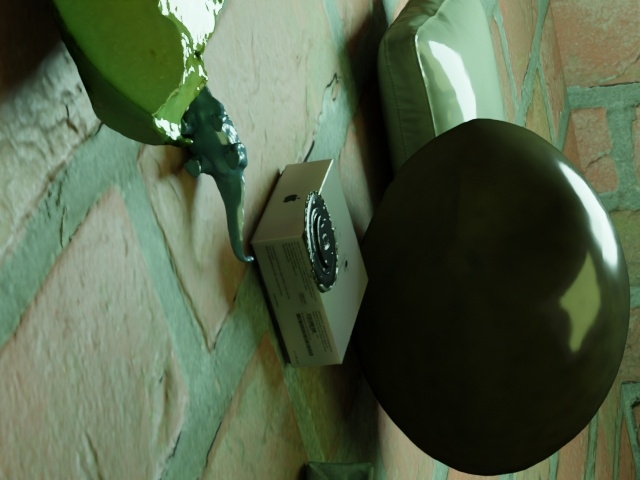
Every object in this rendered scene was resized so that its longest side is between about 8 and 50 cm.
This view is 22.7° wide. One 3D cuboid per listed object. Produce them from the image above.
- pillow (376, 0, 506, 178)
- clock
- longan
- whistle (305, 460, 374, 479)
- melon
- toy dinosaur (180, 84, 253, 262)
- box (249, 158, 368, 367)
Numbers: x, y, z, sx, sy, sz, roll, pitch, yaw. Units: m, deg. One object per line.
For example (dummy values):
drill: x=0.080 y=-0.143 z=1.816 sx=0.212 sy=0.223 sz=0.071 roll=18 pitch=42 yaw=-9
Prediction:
pillow: x=0.140 y=-0.116 z=1.777 sx=0.255 sy=0.119 sz=0.322 roll=-57 pitch=141 yaw=-59
clock: x=0.000 y=0.000 z=1.302 sx=0.074 sy=0.010 sz=0.083 roll=-51 pitch=132 yaw=-65
longan: x=0.169 y=0.054 z=1.552 sx=0.288 sy=0.288 sz=0.350 roll=47 pitch=42 yaw=-62
whistle: x=0.005 y=0.323 z=1.296 sx=0.062 sy=0.062 sz=0.312 roll=60 pitch=29 yaw=-52
melon: x=-0.113 y=-0.198 z=1.001 sx=0.196 sy=0.124 sz=0.323 roll=60 pitch=35 yaw=-50
toy dinosaur: x=-0.078 y=-0.071 z=1.189 sx=0.080 sy=0.045 sz=0.197 roll=-75 pitch=151 yaw=-73
box: x=-0.008 y=0.019 z=1.372 sx=0.129 sy=0.051 sz=0.130 roll=-69 pitch=148 yaw=-55
